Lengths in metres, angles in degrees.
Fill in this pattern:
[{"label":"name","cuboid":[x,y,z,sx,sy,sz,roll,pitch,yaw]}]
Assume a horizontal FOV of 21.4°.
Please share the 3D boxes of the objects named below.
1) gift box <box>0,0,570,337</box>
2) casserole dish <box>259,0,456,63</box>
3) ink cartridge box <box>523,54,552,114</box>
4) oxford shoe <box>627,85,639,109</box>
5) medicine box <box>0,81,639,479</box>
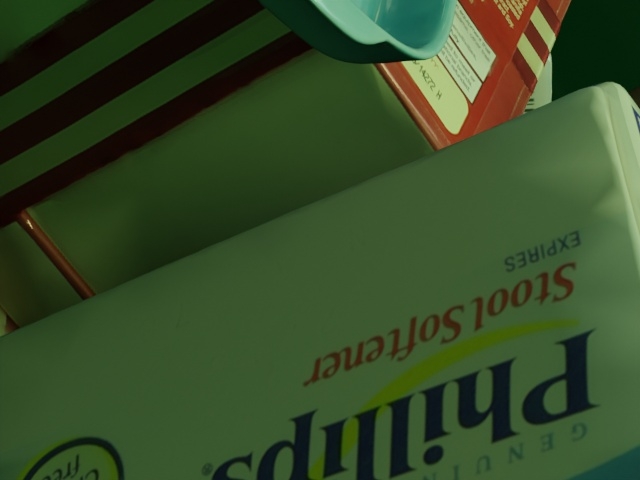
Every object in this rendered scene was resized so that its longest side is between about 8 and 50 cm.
[{"label":"gift box","cuboid":[-0.078,-0.109,0.691,0.255,0.258,0.276,56,37,-16]},{"label":"casserole dish","cuboid":[0.001,-0.134,0.552,0.114,0.037,0.188,39,43,-34]},{"label":"ink cartridge box","cuboid":[0.127,-0.040,1.290,0.385,0.091,0.308,-75,162,-68]},{"label":"oxford shoe","cuboid":[0.056,0.001,0.707,0.130,0.364,0.132,20,51,-36]},{"label":"medicine box","cuboid":[0.054,0.121,0.616,0.289,0.264,0.149,46,29,-43]}]
